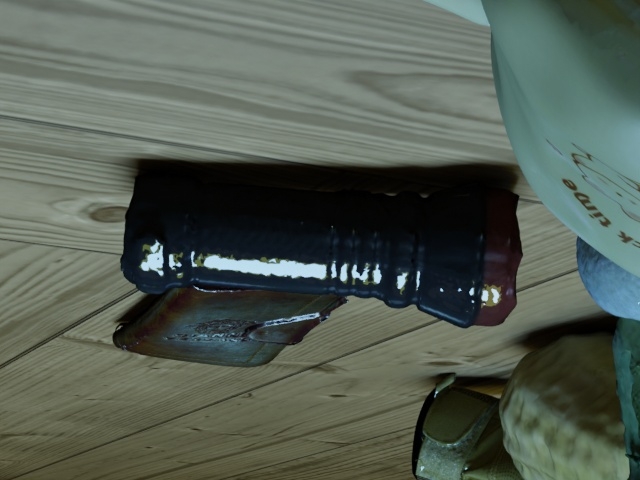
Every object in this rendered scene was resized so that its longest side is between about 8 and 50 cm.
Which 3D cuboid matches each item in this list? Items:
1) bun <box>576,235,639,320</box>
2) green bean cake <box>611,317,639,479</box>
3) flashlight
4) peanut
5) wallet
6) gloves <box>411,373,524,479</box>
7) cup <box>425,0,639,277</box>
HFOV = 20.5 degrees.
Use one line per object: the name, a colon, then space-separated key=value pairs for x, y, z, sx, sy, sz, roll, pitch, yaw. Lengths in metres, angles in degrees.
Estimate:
bun: x=0.210 y=-0.004 z=0.984 sx=0.141 sy=0.083 sz=0.141 roll=-6 pitch=-162 yaw=2
green bean cake: x=0.320 y=0.071 z=1.108 sx=0.255 sy=0.132 sz=0.241 roll=-7 pitch=180 yaw=24
flashlight: x=0.000 y=0.000 z=1.040 sx=0.232 sy=0.093 sz=0.093 roll=6 pitch=165 yaw=0
peanut: x=0.260 y=0.161 z=1.369 sx=0.174 sy=0.158 sz=0.340 roll=8 pitch=-172 yaw=-21
wallet: x=-0.066 y=0.057 z=1.338 sx=0.137 sy=0.031 sz=0.255 roll=6 pitch=164 yaw=-17
gloves: x=0.250 y=0.188 z=1.593 sx=0.331 sy=0.141 sz=0.154 roll=-3 pitch=171 yaw=24
cup: x=0.109 y=-0.108 z=0.553 sx=0.173 sy=0.255 sz=0.202 roll=-42 pitch=165 yaw=-3
